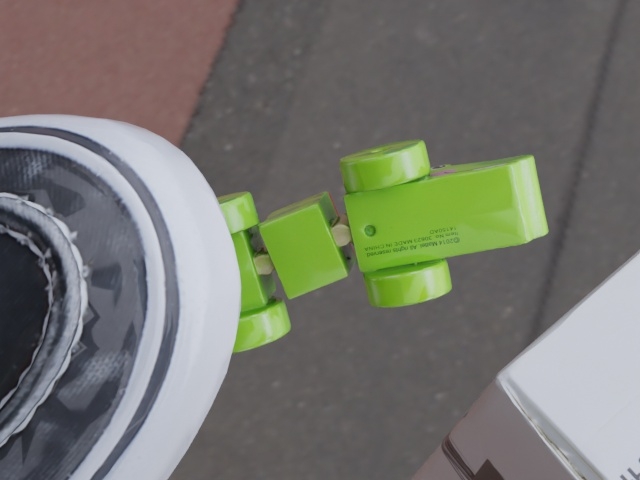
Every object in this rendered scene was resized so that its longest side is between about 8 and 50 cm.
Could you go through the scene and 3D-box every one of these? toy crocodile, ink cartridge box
[{"bbox_3d":[0.000,0.000,1.412,0.105,0.340,0.115,-53,127,-75],"label":"toy crocodile"},{"bbox_3d":[0.126,0.073,0.785,0.153,0.208,0.087,-38,80,-22],"label":"ink cartridge box"}]

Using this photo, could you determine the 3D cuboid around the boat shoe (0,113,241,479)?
[{"bbox_3d":[-0.160,0.059,0.396,0.108,0.301,0.102,68,12,11],"label":"boat shoe"}]
